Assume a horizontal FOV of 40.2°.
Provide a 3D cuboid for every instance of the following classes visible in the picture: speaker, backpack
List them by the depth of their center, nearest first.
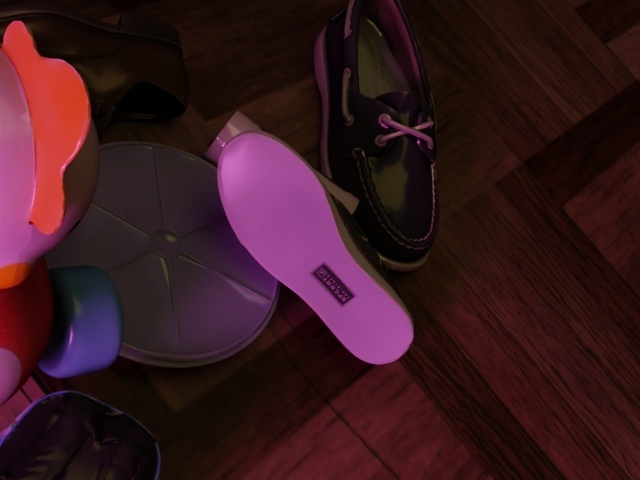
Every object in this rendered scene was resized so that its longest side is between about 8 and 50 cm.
[{"bbox_3d":[-0.161,0.155,0.529,0.105,0.084,0.114,33,53,-11],"label":"backpack"},{"bbox_3d":[-0.036,-0.053,0.768,0.136,0.055,0.055,36,48,-6],"label":"speaker"}]

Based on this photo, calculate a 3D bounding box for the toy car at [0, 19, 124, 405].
[{"bbox_3d":[-0.183,-0.012,0.455,0.219,0.238,0.210,-5,81,-43],"label":"toy car"}]

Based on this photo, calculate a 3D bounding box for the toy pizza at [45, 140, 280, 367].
[{"bbox_3d":[-0.126,0.010,0.685,0.201,0.032,0.201,17,52,-22],"label":"toy pizza"}]

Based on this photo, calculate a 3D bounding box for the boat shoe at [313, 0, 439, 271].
[{"bbox_3d":[0.060,-0.118,0.844,0.114,0.091,0.302,2,59,-31],"label":"boat shoe"}]

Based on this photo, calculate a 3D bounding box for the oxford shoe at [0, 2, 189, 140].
[{"bbox_3d":[-0.204,-0.129,0.696,0.227,0.083,0.096,-6,68,-34],"label":"oxford shoe"}]

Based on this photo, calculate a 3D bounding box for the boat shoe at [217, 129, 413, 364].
[{"bbox_3d":[0.000,0.000,0.712,0.228,0.080,0.076,48,14,-19],"label":"boat shoe"}]
